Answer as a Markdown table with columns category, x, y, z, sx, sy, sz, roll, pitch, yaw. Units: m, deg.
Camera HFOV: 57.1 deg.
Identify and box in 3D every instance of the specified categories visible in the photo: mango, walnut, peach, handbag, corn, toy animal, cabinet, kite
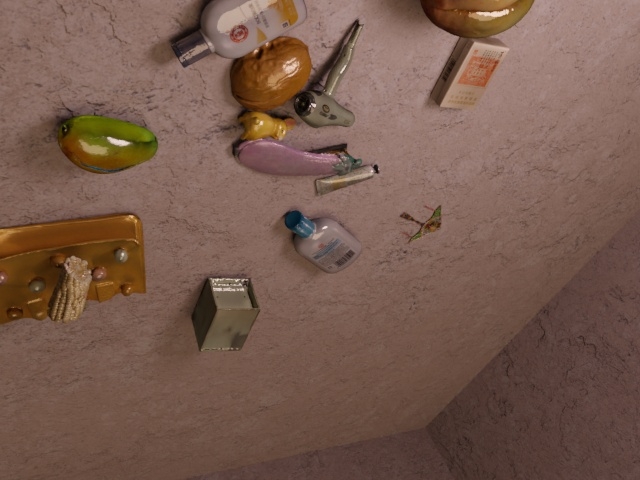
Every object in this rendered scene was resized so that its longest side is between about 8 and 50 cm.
| category | x | y | z | sx | sy | sz | roll | pitch | yaw |
| --- | --- | --- | --- | --- | --- | --- | --- | --- | --- |
| mango | -0.463 | -0.208 | 1.303 | 0.125 | 0.111 | 0.233 | -39 | 156 | 32 |
| walnut | -0.105 | -0.374 | 1.360 | 0.211 | 0.087 | 0.167 | -32 | 142 | 4 |
| peach | 0.351 | -0.584 | 1.290 | 0.292 | 0.247 | 0.292 | -19 | 164 | -6 |
| handbag | -0.652 | 0.084 | 1.517 | 0.401 | 0.133 | 0.283 | -11 | 145 | -23 |
| corn | -0.595 | 0.121 | 1.412 | 0.087 | 0.087 | 0.211 | 5 | 140 | -37 |
| toy animal | -0.120 | -0.285 | 1.468 | 0.159 | 0.070 | 0.083 | -4 | 174 | -42 |
| cabinet | -0.308 | 0.233 | 1.887 | 0.145 | 0.150 | 0.206 | 4 | 132 | -29 |
| kite | 0.357 | -0.060 | 2.104 | 0.244 | 0.006 | 0.198 | 14 | 126 | -43 |

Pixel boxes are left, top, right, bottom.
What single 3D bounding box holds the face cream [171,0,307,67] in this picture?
| category | x | y | z | sx | sy | sz | roll | pitch | yaw |
| --- | --- | --- | --- | --- | --- | --- | --- | --- | --- |
| face cream | -0.174 | -0.456 | 1.231 | 0.291 | 0.071 | 0.144 | -28 | 143 | -2 |

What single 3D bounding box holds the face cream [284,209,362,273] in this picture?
| category | x | y | z | sx | sy | sz | roll | pitch | yaw |
| --- | --- | --- | --- | --- | --- | --- | --- | --- | --- |
| face cream | 0.000 | 0.000 | 1.876 | 0.163 | 0.080 | 0.337 | -38 | 143 | 13 |

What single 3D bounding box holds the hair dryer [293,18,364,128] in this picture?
| category | x | y | z | sx | sy | sz | roll | pitch | yaw |
| --- | --- | --- | --- | --- | --- | --- | --- | --- | --- |
| hair dryer | 0.060 | -0.382 | 1.476 | 0.267 | 0.092 | 0.229 | -52 | 155 | 1 |

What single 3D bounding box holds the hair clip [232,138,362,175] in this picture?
| category | x | y | z | sx | sy | sz | roll | pitch | yaw |
| --- | --- | --- | --- | --- | --- | --- | --- | --- | --- |
| hair clip | -0.066 | -0.221 | 1.585 | 0.359 | 0.110 | 0.095 | -4 | 96 | -25 |

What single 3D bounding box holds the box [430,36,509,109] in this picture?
| category | x | y | z | sx | sy | sz | roll | pitch | yaw |
| --- | --- | --- | --- | --- | --- | --- | --- | --- | --- |
| box | 0.409 | -0.462 | 1.622 | 0.141 | 0.058 | 0.201 | -2 | 135 | -32 |

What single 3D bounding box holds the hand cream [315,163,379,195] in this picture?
| category | x | y | z | sx | sy | sz | roll | pitch | yaw |
| --- | --- | --- | --- | --- | --- | --- | --- | --- | --- |
| hand cream | 0.082 | -0.183 | 1.749 | 0.195 | 0.042 | 0.067 | -20 | 144 | -6 |
